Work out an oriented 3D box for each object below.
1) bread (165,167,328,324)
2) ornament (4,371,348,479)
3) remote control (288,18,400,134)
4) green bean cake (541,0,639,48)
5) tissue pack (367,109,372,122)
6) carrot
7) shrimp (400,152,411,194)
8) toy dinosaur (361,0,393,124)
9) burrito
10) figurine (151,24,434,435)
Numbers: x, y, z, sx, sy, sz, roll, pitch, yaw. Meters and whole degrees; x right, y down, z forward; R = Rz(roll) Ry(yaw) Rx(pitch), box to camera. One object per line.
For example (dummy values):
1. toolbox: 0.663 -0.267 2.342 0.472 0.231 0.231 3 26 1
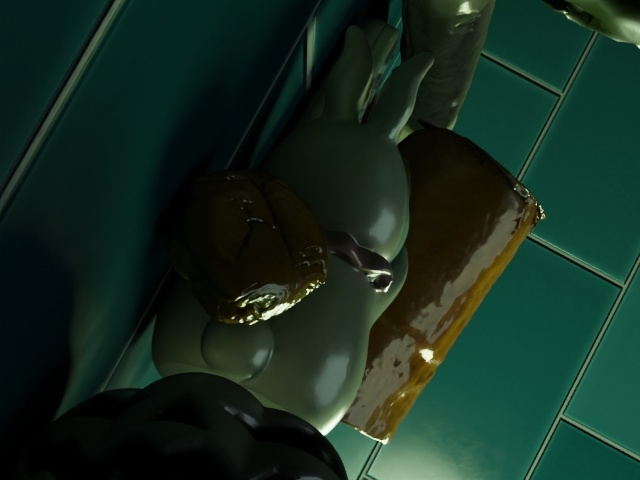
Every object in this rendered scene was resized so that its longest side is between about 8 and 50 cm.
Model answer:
1. bread: -0.035 0.002 0.550 0.046 0.083 0.081 -37 -132 37
2. ornament: -0.062 0.145 0.502 0.177 0.177 0.177 -61 178 -4
3. remote control: -0.001 -0.076 0.832 0.221 0.042 0.078 -59 178 -27
4. green bean cake: 0.151 -0.178 0.348 0.156 0.247 0.250 -61 179 -40
5. tissue pack: 0.015 -0.016 1.293 0.246 0.092 0.148 -63 178 37
6. carrot: 0.050 0.026 0.987 0.254 0.196 0.196 -54 178 0
7. shrimp: -0.026 0.029 0.856 0.262 0.066 0.117 -48 -142 -19
8. toy dinosaur: 0.026 -0.119 0.967 0.126 0.039 0.162 104 6 -57
9. burrito: 0.101 -0.185 0.943 0.392 0.076 0.117 96 8 -63
10. figurine: 0.000 0.000 0.695 0.235 0.127 0.155 -63 155 -23
